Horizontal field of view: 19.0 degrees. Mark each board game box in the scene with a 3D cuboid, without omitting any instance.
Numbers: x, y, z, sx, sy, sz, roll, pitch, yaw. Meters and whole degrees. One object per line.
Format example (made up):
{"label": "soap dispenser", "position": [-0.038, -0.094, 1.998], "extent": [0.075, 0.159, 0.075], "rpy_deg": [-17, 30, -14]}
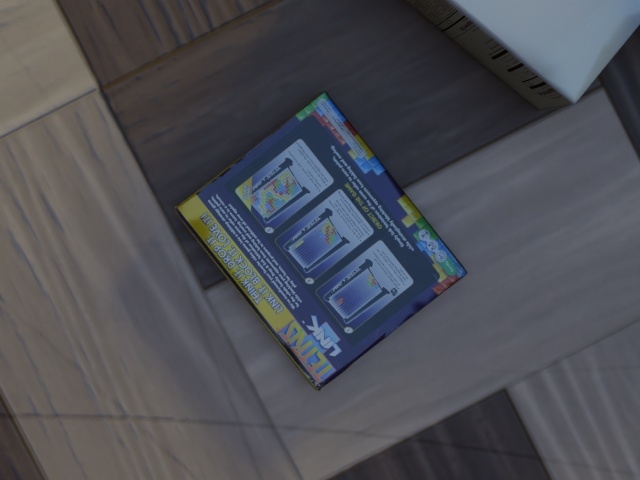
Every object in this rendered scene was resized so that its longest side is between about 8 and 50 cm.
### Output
{"label": "board game box", "position": [0.000, 0.000, 1.389], "extent": [0.141, 0.048, 0.170], "rpy_deg": [-38, 94, 1]}

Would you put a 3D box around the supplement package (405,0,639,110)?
{"label": "supplement package", "position": [0.147, -0.228, 1.337], "extent": [0.203, 0.149, 0.194], "rpy_deg": [40, 89, -4]}
